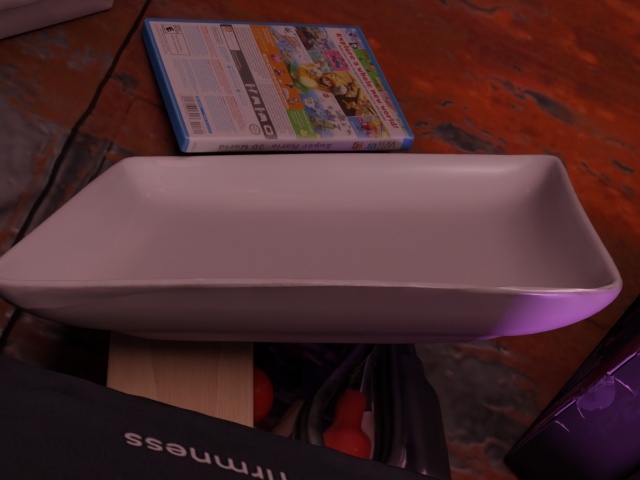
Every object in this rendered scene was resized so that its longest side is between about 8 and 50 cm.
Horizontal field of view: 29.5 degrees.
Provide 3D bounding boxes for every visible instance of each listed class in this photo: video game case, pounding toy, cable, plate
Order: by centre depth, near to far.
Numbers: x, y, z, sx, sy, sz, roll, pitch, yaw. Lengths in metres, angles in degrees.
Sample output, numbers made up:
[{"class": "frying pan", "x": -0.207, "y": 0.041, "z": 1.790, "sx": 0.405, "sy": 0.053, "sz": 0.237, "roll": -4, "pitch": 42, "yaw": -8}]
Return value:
[{"class": "pounding toy", "x": -0.054, "y": 0.111, "z": 0.636, "sx": 0.100, "sy": 0.141, "sz": 0.130, "roll": -1, "pitch": 54, "yaw": -2}, {"class": "plate", "x": 0.000, "y": 0.000, "z": 0.642, "sx": 0.277, "sy": 0.045, "sz": 0.278, "roll": 1, "pitch": 15, "yaw": 5}, {"class": "cable", "x": 0.023, "y": 0.075, "z": 0.720, "sx": 0.139, "sy": 0.072, "sz": 0.287, "roll": 31, "pitch": 39, "yaw": -36}, {"class": "video game case", "x": -0.030, "y": -0.107, "z": 0.835, "sx": 0.166, "sy": 0.015, "sz": 0.119, "roll": -3, "pitch": 50, "yaw": -25}]

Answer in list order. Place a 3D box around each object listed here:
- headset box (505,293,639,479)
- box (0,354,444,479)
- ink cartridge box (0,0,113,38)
[{"class": "headset box", "x": 0.257, "y": 0.060, "z": 0.741, "sx": 0.110, "sy": 0.218, "sz": 0.293, "roll": 44, "pitch": 52, "yaw": 7}, {"class": "box", "x": -0.147, "y": 0.238, "z": 0.248, "sx": 0.480, "sy": 0.297, "sz": 0.472, "roll": 20, "pitch": 15, "yaw": -17}, {"class": "ink cartridge box", "x": -0.236, "y": -0.261, "z": 0.756, "sx": 0.171, "sy": 0.168, "sz": 0.232, "roll": -26, "pitch": 74, "yaw": -35}]
